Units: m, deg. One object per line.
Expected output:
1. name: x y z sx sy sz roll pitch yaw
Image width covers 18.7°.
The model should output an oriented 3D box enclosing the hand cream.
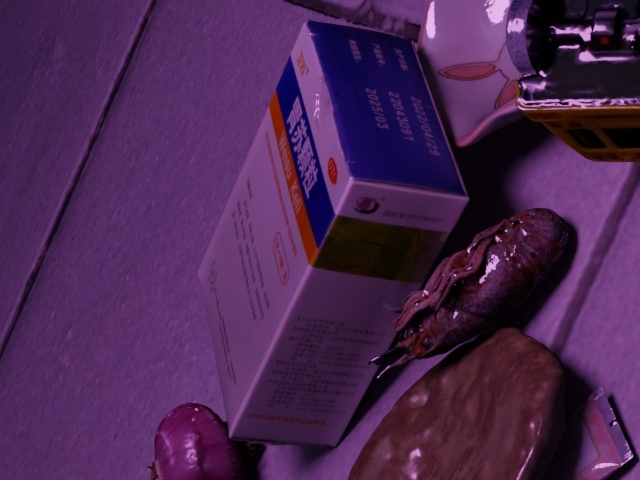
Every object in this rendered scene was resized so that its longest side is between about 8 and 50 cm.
1. hand cream: 0.140 0.192 1.385 0.209 0.043 0.067 -46 38 26

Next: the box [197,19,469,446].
1. box: 0.000 0.000 1.604 0.200 0.106 0.299 -105 30 -45

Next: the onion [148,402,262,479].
1. onion: -0.101 0.198 1.731 0.104 0.115 0.115 -24 29 -12

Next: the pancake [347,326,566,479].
1. pancake: 0.099 0.157 1.426 0.236 0.042 0.222 -31 27 50

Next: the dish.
1. dish: 0.168 -0.176 1.540 0.229 0.081 0.229 -38 43 47

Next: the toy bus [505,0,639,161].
1. toy bus: 0.236 -0.226 1.368 0.145 0.151 0.331 1 71 31

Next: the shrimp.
1. shrimp: 0.109 0.042 1.483 0.190 0.075 0.073 -45 30 18
